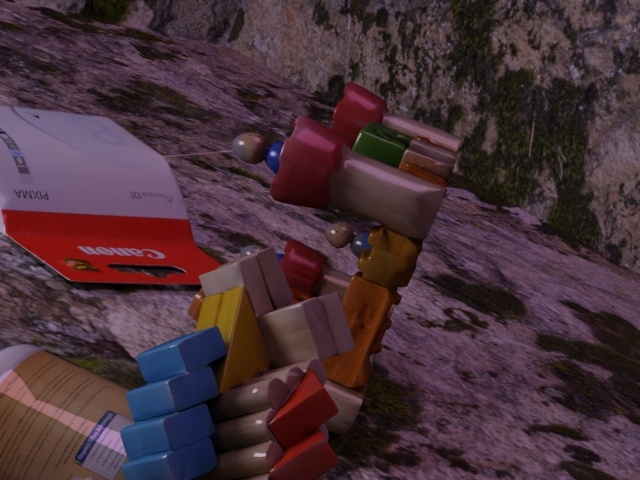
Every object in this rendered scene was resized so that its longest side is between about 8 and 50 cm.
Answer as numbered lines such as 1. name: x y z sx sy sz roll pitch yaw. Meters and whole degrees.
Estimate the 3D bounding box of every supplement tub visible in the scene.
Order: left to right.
1. supplement tub: -0.185 0.160 0.903 0.200 0.144 0.144 24 15 9

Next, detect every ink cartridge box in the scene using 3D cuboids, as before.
1. ink cartridge box: -0.294 -0.064 1.633 0.385 0.091 0.308 32 18 37

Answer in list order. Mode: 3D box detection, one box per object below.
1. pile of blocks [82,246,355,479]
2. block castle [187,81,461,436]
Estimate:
1. pile of blocks: -0.054 0.150 0.790 0.113 0.362 0.149 -19 -37 38
2. block castle: 0.000 0.000 1.406 0.213 0.303 0.453 21 14 3
